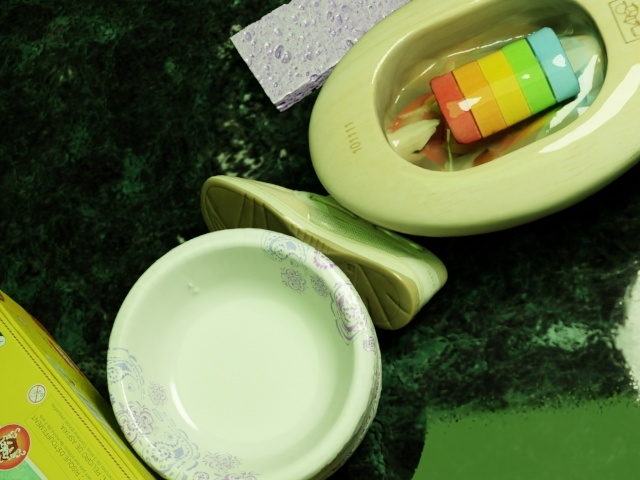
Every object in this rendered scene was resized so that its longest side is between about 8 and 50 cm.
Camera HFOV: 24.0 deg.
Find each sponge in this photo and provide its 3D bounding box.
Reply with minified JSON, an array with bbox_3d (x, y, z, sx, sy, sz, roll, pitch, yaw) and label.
[{"bbox_3d":[0.007,-0.258,1.840,0.210,0.031,0.117,-33,63,1],"label":"sponge"}]

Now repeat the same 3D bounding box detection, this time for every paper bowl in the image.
[{"bbox_3d":[-0.075,0.138,1.615,0.284,0.148,0.284,-2,77,9],"label":"paper bowl"}]

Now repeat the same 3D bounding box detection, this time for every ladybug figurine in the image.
[{"bbox_3d":[0.210,-0.148,1.660,0.449,0.162,0.305,-20,63,8],"label":"ladybug figurine"}]

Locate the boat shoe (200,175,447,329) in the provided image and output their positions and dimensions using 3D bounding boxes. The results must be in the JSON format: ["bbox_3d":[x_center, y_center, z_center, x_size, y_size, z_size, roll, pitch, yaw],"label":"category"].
[{"bbox_3d":[0.000,0.000,1.704,0.302,0.109,0.098,25,38,25],"label":"boat shoe"}]

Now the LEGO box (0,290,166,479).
[{"bbox_3d":[-0.343,0.333,1.584,0.372,0.193,0.500,-43,58,-4],"label":"LEGO box"}]
